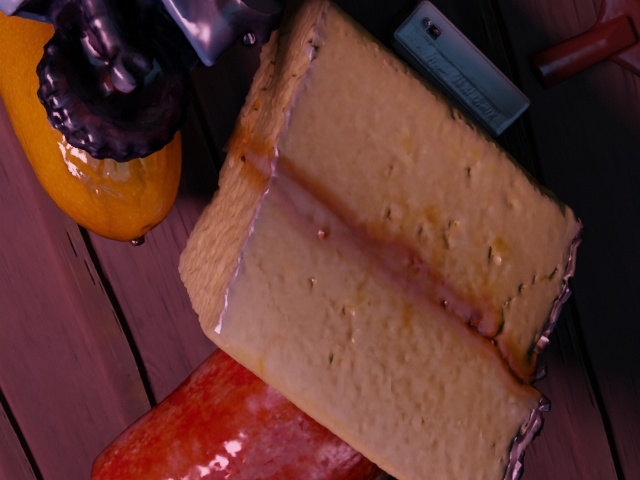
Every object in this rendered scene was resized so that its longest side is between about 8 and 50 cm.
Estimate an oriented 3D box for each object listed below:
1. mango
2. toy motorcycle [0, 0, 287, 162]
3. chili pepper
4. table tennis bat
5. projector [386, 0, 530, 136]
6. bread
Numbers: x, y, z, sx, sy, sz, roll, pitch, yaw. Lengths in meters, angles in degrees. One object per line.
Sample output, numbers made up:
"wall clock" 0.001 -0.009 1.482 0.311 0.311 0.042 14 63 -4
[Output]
"mango" -0.242 -0.166 0.990 0.187 0.144 0.359 -25 87 50
"toy motorcycle" -0.129 -0.260 0.874 0.232 0.172 0.416 47 57 -16
"chili pepper" -0.080 0.247 1.104 0.251 0.229 0.305 44 90 1
"table tennis bat" 0.365 -0.240 1.036 0.310 0.038 0.200 -25 103 4
"projector" 0.133 -0.177 1.011 0.147 0.115 0.061 42 104 -11
"bread" 0.059 0.010 0.971 0.405 0.242 0.346 32 92 -10
